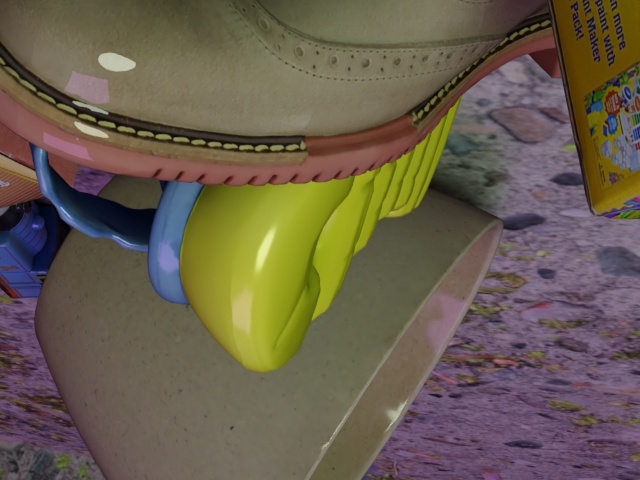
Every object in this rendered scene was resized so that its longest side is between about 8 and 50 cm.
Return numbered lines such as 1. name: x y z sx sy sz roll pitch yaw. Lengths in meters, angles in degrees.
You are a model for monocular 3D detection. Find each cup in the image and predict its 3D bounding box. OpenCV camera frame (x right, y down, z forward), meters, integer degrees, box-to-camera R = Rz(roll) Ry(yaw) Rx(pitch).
1. cup: -0.057 0.065 0.955 0.237 0.331 0.331 33 164 12

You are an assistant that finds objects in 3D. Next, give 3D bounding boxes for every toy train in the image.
1. toy train: -0.275 -0.008 1.123 0.105 0.080 0.184 -3 156 6

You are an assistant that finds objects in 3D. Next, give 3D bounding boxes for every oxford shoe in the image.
1. oxford shoe: 0.034 -0.119 0.463 0.348 0.123 0.130 -25 150 -41

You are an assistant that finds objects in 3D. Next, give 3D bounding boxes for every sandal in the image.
1. sandal: -0.016 -0.063 0.597 0.138 0.126 0.317 22 -157 13

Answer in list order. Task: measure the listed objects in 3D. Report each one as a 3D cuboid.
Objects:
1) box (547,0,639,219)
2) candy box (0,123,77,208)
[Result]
1. box: 0.242 -0.128 0.314 0.290 0.177 0.279 -2 166 -24
2. candy box: -0.324 -0.079 0.923 0.316 0.088 0.183 -11 152 42
